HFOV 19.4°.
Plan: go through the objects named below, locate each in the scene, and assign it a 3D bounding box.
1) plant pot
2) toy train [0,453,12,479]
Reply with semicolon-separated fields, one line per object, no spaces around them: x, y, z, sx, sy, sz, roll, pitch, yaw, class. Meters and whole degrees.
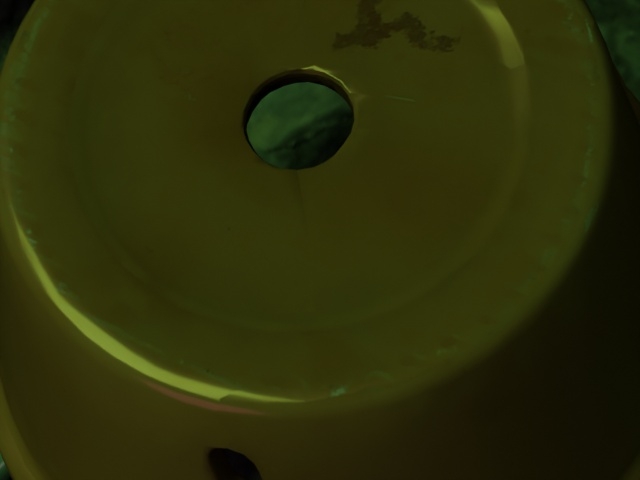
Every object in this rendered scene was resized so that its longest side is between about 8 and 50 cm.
0.000;0.000;0.676;0.291;0.203;0.291;-2;66;6;plant pot
-0.183;0.115;0.894;0.334;0.142;0.190;-50;44;16;toy train
